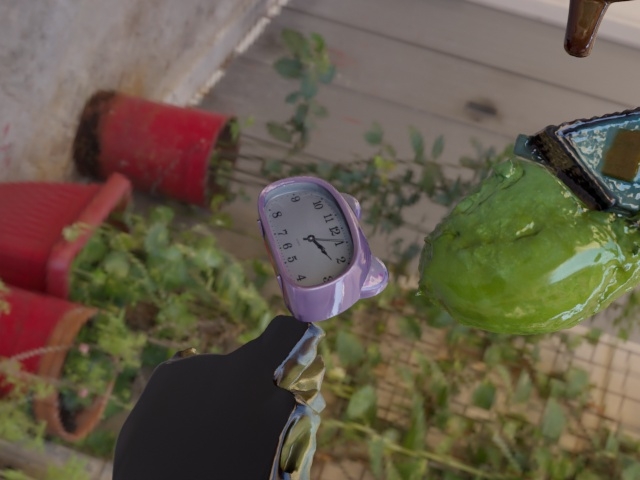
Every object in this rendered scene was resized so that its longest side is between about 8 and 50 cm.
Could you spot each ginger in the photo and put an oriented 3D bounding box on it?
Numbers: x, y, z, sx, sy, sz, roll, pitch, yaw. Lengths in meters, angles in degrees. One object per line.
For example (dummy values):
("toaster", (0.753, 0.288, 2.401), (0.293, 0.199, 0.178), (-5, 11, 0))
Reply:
("ginger", (-0.078, 0.278, 1.448), (0.358, 0.211, 0.413), (-31, -141, 33))

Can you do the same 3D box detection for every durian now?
("durian", (0.309, 0.020, 1.714), (0.340, 0.256, 0.204), (-40, 161, 11))

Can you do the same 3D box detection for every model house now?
("model house", (0.432, -0.108, 1.859), (0.280, 0.249, 0.230), (17, 87, -87))

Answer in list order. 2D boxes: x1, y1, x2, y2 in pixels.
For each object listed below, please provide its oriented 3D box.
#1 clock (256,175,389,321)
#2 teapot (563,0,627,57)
("clock", (0.000, 0.000, 1.167), (0.050, 0.110, 0.152), (81, -10, -54))
("teapot", (0.243, -0.269, 0.947), (0.135, 0.178, 0.252), (-50, 154, -51))
